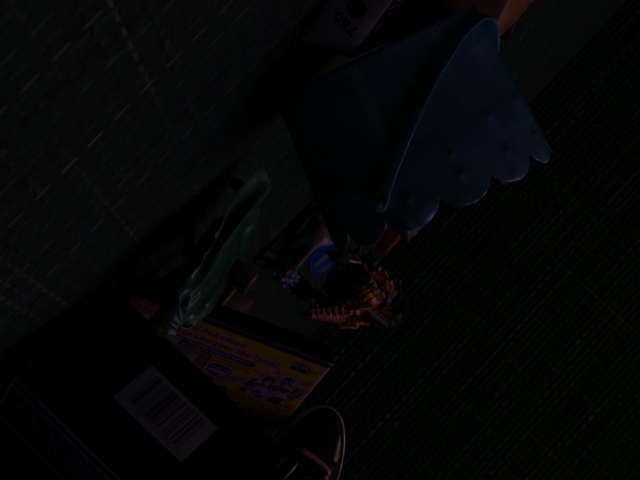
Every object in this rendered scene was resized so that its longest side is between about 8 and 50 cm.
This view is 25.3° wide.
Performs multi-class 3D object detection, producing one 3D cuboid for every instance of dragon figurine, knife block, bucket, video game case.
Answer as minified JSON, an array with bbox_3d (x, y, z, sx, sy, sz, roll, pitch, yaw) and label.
[{"bbox_3d":[0.000,0.000,2.308,0.144,0.085,0.289,-48,168,23],"label":"dragon figurine"},{"bbox_3d":[0.211,-0.310,1.895,0.242,0.088,0.275,-52,172,27],"label":"knife block"},{"bbox_3d":[0.097,-0.123,1.545,0.281,0.183,0.281,-25,-174,3],"label":"bucket"},{"bbox_3d":[-0.162,0.172,1.735,0.248,0.274,0.035,-52,-153,33],"label":"video game case"}]

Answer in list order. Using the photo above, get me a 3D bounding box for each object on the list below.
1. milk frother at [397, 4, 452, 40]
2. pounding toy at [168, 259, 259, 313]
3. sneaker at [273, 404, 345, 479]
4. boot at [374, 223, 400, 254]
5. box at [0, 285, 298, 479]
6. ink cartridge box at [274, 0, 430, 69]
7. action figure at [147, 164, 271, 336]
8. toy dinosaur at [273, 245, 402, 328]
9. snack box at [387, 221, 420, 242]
[{"bbox_3d":[0.128,-0.227,1.876,0.143,0.129,0.135,-21,137,8],"label":"milk frother"},{"bbox_3d":[-0.165,0.086,1.812,0.206,0.094,0.181,-52,171,25],"label":"pounding toy"},{"bbox_3d":[-0.024,0.313,1.687,0.296,0.104,0.147,-59,-168,-30],"label":"sneaker"},{"bbox_3d":[0.107,-0.089,2.199,0.197,0.152,0.073,-48,172,2],"label":"boot"},{"bbox_3d":[-0.236,0.265,1.589,0.294,0.296,0.183,-52,172,37],"label":"box"},{"bbox_3d":[0.095,-0.291,1.461,0.333,0.065,0.165,-51,172,29],"label":"ink cartridge box"},{"bbox_3d":[-0.132,0.026,1.622,0.137,0.063,0.232,98,16,-44],"label":"action figure"},{"bbox_3d":[0.045,0.073,2.437,0.164,0.218,0.322,-47,173,2],"label":"toy dinosaur"},{"bbox_3d":[0.078,-0.087,1.971,0.070,0.174,0.207,-48,173,-1],"label":"snack box"}]
